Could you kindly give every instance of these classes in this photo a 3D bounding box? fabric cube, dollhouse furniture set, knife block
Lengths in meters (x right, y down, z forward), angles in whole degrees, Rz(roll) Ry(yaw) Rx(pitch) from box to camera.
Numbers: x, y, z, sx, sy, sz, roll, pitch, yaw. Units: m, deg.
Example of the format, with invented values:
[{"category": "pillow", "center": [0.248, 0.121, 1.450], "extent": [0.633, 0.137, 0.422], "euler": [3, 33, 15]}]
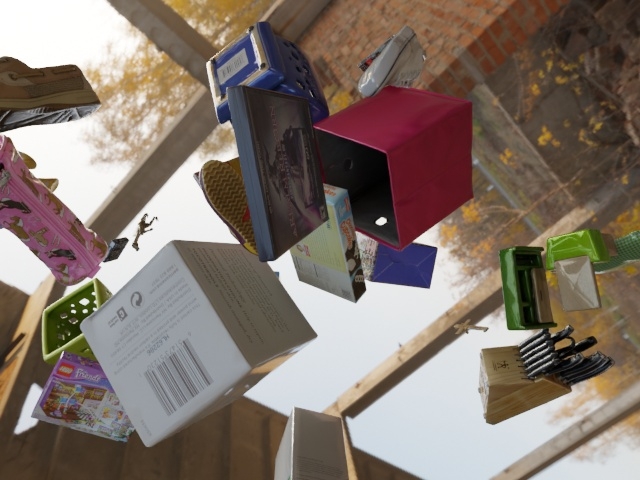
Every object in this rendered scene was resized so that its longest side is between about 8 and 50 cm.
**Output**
[{"category": "fabric cube", "center": [0.171, -0.177, 1.167], "extent": [0.254, 0.258, 0.259], "euler": [30, 144, 44]}, {"category": "dollhouse furniture set", "center": [0.510, 0.076, 0.930], "extent": [0.301, 0.197, 0.151], "euler": [2, -103, -32]}, {"category": "knife block", "center": [0.463, 0.286, 1.059], "extent": [0.276, 0.242, 0.088], "euler": [74, -166, -46]}]

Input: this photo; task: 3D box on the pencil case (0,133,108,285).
[{"category": "pencil case", "center": [-0.671, -0.060, 1.191], "extent": [0.167, 0.160, 0.386], "euler": [-109, -5, -47]}]

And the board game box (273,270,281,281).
[{"category": "board game box", "center": [-0.170, 0.243, 1.856], "extent": [0.160, 0.039, 0.212], "euler": [88, -174, -59]}]

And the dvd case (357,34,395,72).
[{"category": "dvd case", "center": [0.168, -0.478, 1.335], "extent": [0.087, 0.119, 0.013], "euler": [20, -135, -51]}]

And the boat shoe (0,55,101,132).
[{"category": "boat shoe", "center": [-0.565, -0.267, 0.916], "extent": [0.110, 0.121, 0.341], "euler": [67, -153, -8]}]

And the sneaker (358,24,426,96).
[{"category": "sneaker", "center": [0.156, -0.343, 0.994], "extent": [0.091, 0.094, 0.258], "euler": [41, -131, -9]}]

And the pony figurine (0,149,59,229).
[{"category": "pony figurine", "center": [-0.975, -0.151, 1.373], "extent": [0.363, 0.303, 0.351], "euler": [19, -135, -4]}]

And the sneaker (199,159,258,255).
[{"category": "sneaker", "center": [-0.141, -0.047, 0.828], "extent": [0.186, 0.069, 0.084], "euler": [57, 157, -17]}]

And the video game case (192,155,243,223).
[{"category": "video game case", "center": [-0.254, -0.193, 1.705], "extent": [0.285, 0.025, 0.204], "euler": [-27, -105, -31]}]

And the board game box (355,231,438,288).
[{"category": "board game box", "center": [0.205, 0.054, 1.694], "extent": [0.232, 0.141, 0.291], "euler": [9, -176, -26]}]

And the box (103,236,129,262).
[{"category": "box", "center": [-0.643, 0.029, 1.581], "extent": [0.018, 0.083, 0.067], "euler": [40, -162, 7]}]

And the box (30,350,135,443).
[{"category": "box", "center": [-0.679, 0.478, 1.529], "extent": [0.293, 0.201, 0.057], "euler": [28, -176, -23]}]

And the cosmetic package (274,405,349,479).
[{"category": "cosmetic package", "center": [-0.027, 0.617, 1.281], "extent": [0.155, 0.197, 0.365], "euler": [16, -168, -7]}]

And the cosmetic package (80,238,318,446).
[{"category": "cosmetic package", "center": [-0.276, 0.225, 1.241], "extent": [0.327, 0.329, 0.393], "euler": [54, -166, 13]}]

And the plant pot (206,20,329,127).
[{"category": "plant pot", "center": [-0.146, -0.383, 1.268], "extent": [0.212, 0.236, 0.236], "euler": [29, -142, -53]}]

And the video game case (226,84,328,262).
[{"category": "video game case", "center": [-0.044, -0.099, 0.681], "extent": [0.274, 0.026, 0.196], "euler": [-44, -55, -72]}]

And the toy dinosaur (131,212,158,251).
[{"category": "toy dinosaur", "center": [-0.566, -0.051, 1.608], "extent": [0.053, 0.092, 0.183], "euler": [40, -150, -32]}]

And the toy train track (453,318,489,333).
[{"category": "toy train track", "center": [0.308, 0.181, 1.029], "extent": [0.083, 0.048, 0.014], "euler": [-8, 115, 57]}]

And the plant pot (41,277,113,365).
[{"category": "plant pot", "center": [-0.769, 0.303, 1.703], "extent": [0.228, 0.227, 0.207], "euler": [59, -178, 42]}]

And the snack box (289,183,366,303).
[{"category": "snack box", "center": [0.000, 0.000, 1.211], "extent": [0.187, 0.060, 0.322], "euler": [19, 141, 32]}]
